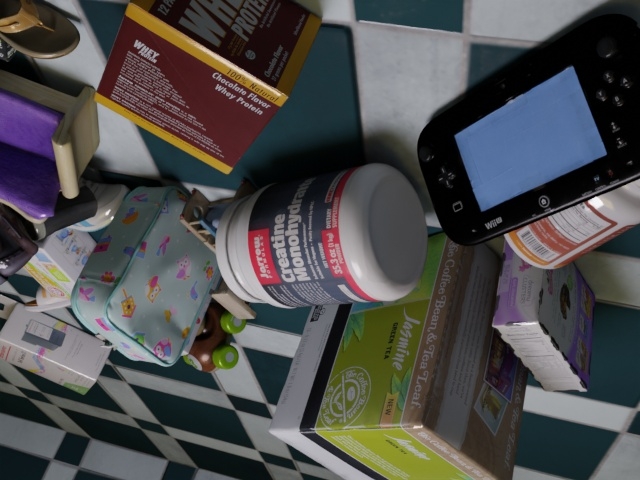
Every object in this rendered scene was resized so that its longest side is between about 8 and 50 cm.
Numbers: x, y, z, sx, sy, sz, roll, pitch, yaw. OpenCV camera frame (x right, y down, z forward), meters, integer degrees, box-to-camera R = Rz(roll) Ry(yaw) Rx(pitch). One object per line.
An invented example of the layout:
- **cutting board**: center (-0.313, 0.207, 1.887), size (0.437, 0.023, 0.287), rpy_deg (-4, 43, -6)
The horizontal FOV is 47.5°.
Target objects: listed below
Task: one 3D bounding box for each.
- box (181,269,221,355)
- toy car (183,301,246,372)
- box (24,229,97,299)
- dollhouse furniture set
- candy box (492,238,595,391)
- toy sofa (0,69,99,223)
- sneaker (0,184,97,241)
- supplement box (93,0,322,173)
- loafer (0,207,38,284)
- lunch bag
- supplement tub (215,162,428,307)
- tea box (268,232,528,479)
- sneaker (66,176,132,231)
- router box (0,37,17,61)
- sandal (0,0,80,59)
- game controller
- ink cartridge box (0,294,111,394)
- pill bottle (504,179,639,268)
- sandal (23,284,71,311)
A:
- **box**: center (-0.280, 0.102, 1.380), size (0.038, 0.186, 0.145), rpy_deg (-16, 133, 44)
- **toy car**: center (-0.279, 0.188, 1.516), size (0.188, 0.149, 0.155), rpy_deg (21, 163, -36)
- **box**: center (-0.532, 0.029, 1.487), size (0.114, 0.103, 0.203), rpy_deg (5, 146, 22)
- **dollhouse furniture set**: center (-0.160, 0.017, 1.182), size (0.129, 0.184, 0.129), rpy_deg (-7, 140, 37)
- **candy box**: center (0.330, 0.102, 1.060), size (0.070, 0.165, 0.196), rpy_deg (-10, 137, 37)
- **toy sofa**: center (-0.531, -0.182, 1.086), size (0.362, 0.177, 0.150), rpy_deg (21, 148, -2)
- **sneaker**: center (-0.468, -0.049, 1.236), size (0.222, 0.118, 0.083), rpy_deg (13, 118, 48)
- **supplement box**: center (-0.137, -0.213, 0.862), size (0.191, 0.129, 0.194), rpy_deg (29, 148, -14)
- **loafer**: center (-0.545, -0.067, 1.166), size (0.303, 0.095, 0.109), rpy_deg (56, 173, 20)
- **lunch bag**: center (-0.283, 0.066, 1.236), size (0.107, 0.279, 0.224), rpy_deg (5, 149, 30)
- **supplement tub**: center (0.000, 0.000, 1.060), size (0.272, 0.191, 0.191), rpy_deg (-8, 139, 37)
- **tea box**: center (0.139, 0.196, 1.157), size (0.323, 0.329, 0.220), rpy_deg (-17, 133, 43)
- **sneaker**: center (-0.436, -0.075, 1.291), size (0.228, 0.087, 0.092), rpy_deg (-2, 135, 26)
- **router box**: center (-0.479, -0.308, 0.991), size (0.122, 0.038, 0.092), rpy_deg (22, 150, -4)
- **sandal**: center (-0.397, -0.296, 0.929), size (0.180, 0.072, 0.049), rpy_deg (34, 168, -15)
- **game controller**: center (0.233, -0.108, 0.807), size (0.067, 0.167, 0.319), rpy_deg (0, 163, -35)
- **ink cartridge box**: center (-0.779, 0.290, 2.017), size (0.353, 0.119, 0.207), rpy_deg (28, 148, -14)
- **pill bottle**: center (0.321, -0.058, 0.859), size (0.121, 0.121, 0.216), rpy_deg (27, 148, -11)
- **sandal**: center (-0.538, 0.099, 1.625), size (0.265, 0.102, 0.076), rpy_deg (-11, 98, 11)
